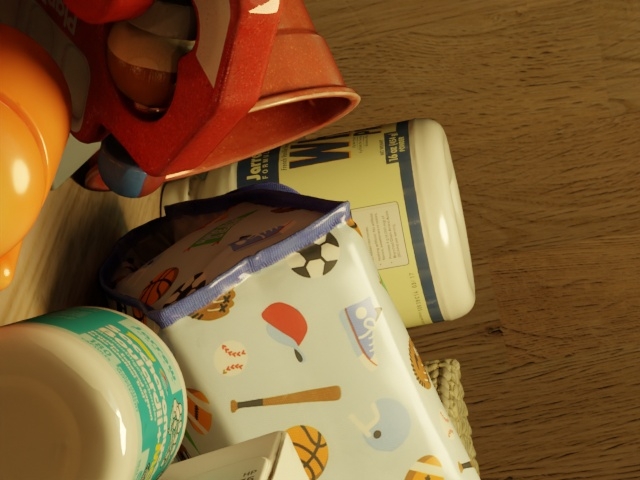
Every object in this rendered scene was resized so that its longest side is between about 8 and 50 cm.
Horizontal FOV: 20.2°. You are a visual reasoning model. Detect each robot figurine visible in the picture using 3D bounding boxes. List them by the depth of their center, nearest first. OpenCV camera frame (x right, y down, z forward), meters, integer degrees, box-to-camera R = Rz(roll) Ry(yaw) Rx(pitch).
[{"bbox_3d":[-0.229,-0.063,1.137,0.219,0.128,0.158,-88,-159,-63],"label":"robot figurine"}]

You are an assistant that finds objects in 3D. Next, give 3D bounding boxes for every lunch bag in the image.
[{"bbox_3d":[-0.046,0.127,1.657,0.328,0.239,0.385,65,-18,-11],"label":"lunch bag"}]

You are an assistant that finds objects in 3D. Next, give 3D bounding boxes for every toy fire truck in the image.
[{"bbox_3d":[-0.132,-0.171,1.217,0.302,0.169,0.254,47,-43,34],"label":"toy fire truck"}]

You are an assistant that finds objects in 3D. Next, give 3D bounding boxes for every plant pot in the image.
[{"bbox_3d":[-0.131,-0.215,1.701,0.272,0.272,0.265,20,52,-82],"label":"plant pot"}]

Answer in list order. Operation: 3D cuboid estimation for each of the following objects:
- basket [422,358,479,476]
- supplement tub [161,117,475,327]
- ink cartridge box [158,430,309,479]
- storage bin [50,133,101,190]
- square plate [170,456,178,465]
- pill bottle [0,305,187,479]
[{"bbox_3d":[0.080,0.360,2.425,0.331,0.266,0.328,-70,150,-73],"label":"basket"},{"bbox_3d":[0.000,0.000,2.055,0.235,0.325,0.235,-10,90,-83],"label":"supplement tub"},{"bbox_3d":[-0.075,0.315,1.281,0.197,0.198,0.270,-69,137,-67],"label":"ink cartridge box"},{"bbox_3d":[-0.228,-0.109,1.414,0.091,0.098,0.135,-55,142,-41],"label":"storage bin"},{"bbox_3d":[-0.129,0.369,1.601,0.344,0.049,0.347,71,11,-53],"label":"square plate"},{"bbox_3d":[-0.173,0.120,1.218,0.264,0.146,0.146,-22,101,-83],"label":"pill bottle"}]
